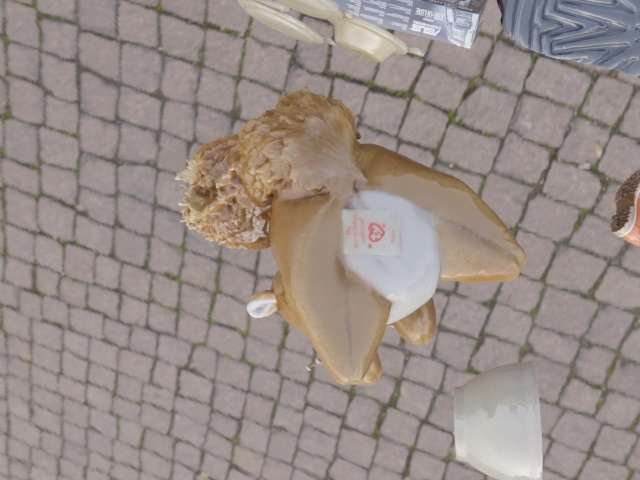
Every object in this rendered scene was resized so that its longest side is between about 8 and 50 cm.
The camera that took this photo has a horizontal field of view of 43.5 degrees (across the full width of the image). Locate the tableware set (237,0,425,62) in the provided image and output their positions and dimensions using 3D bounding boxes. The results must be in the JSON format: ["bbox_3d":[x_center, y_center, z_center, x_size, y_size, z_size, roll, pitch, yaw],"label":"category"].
[{"bbox_3d":[-0.020,-0.144,0.478,0.141,0.169,0.020,27,96,32],"label":"tableware set"}]

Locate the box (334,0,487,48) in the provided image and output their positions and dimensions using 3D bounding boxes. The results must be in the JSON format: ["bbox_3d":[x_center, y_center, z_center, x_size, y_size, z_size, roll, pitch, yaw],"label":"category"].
[{"bbox_3d":[0.199,-0.507,1.735,0.307,0.242,0.076,16,117,8],"label":"box"}]

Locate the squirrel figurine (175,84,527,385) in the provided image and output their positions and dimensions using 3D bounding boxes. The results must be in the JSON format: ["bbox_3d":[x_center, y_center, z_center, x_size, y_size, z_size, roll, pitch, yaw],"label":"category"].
[{"bbox_3d":[0.000,0.000,1.087,0.397,0.281,0.370,52,162,0],"label":"squirrel figurine"}]

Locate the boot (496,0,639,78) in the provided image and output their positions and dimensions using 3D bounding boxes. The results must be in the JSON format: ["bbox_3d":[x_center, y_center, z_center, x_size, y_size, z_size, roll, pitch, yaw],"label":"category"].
[{"bbox_3d":[0.364,-0.305,0.978,0.367,0.445,0.146,19,116,-6],"label":"boot"}]

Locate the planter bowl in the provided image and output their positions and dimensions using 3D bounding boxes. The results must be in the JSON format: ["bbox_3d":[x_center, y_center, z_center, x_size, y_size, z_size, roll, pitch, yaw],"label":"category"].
[{"bbox_3d":[0.231,0.241,1.058,0.109,0.162,0.162,-2,118,10],"label":"planter bowl"}]

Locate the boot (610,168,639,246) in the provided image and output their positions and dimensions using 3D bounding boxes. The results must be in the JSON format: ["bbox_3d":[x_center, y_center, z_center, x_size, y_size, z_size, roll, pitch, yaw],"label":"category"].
[{"bbox_3d":[0.575,-0.056,1.440,0.085,0.158,0.059,31,152,-11],"label":"boot"}]
